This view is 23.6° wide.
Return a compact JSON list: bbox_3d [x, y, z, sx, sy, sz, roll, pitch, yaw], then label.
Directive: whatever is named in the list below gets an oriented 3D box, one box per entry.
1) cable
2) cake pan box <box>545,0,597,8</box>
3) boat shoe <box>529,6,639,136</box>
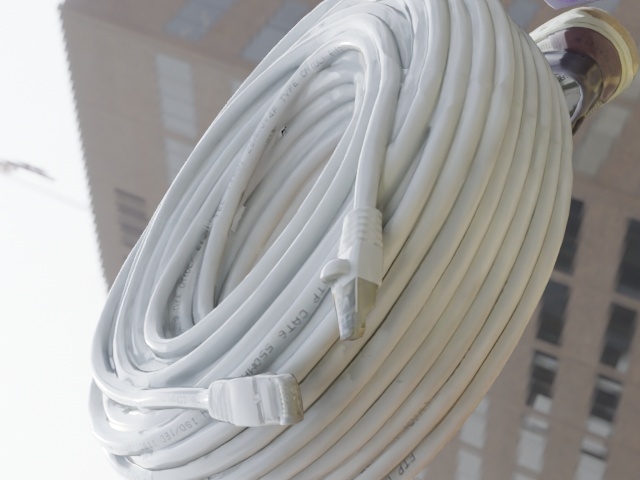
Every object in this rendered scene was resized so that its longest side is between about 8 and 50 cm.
[{"bbox_3d":[0.000,0.000,0.650,0.257,0.089,0.257,-26,36,54],"label":"cable"},{"bbox_3d":[0.190,-0.263,1.020,0.267,0.246,0.070,35,-115,-38],"label":"cake pan box"},{"bbox_3d":[0.125,-0.084,1.219,0.285,0.103,0.092,-32,3,43],"label":"boat shoe"}]
